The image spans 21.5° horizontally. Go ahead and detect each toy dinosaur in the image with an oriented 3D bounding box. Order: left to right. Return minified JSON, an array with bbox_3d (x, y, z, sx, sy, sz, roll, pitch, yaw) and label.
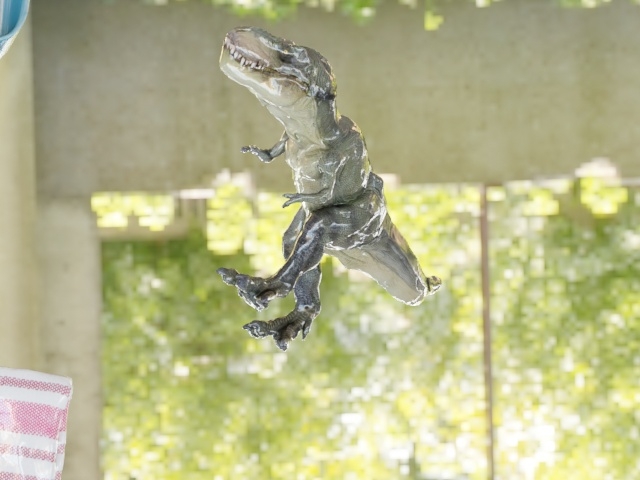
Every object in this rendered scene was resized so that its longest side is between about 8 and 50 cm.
[{"bbox_3d":[0.000,0.000,0.939,0.064,0.118,0.268,29,163,37],"label":"toy dinosaur"}]

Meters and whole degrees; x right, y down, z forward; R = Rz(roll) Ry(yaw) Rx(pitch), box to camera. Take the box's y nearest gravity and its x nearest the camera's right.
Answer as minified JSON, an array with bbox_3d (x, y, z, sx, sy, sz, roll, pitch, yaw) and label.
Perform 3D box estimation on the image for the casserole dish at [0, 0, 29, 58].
[{"bbox_3d":[-0.225,-0.155,0.971,0.114,0.037,0.188,7,-138,-14],"label":"casserole dish"}]

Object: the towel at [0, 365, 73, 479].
[{"bbox_3d":[-0.217,0.160,0.918,0.144,0.197,0.029,8,172,-8],"label":"towel"}]
